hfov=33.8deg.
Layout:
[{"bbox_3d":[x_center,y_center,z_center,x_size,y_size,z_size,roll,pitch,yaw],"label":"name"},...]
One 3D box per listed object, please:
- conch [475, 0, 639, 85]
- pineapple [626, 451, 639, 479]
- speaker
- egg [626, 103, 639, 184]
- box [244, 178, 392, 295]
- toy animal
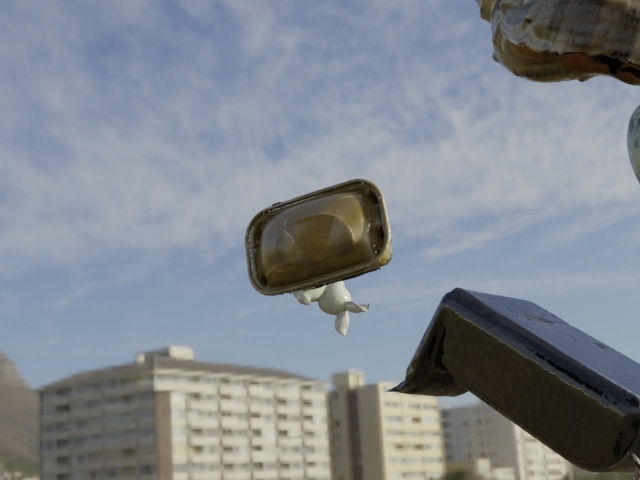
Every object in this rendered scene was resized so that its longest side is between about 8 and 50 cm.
[{"bbox_3d":[0.279,-0.232,1.024,0.291,0.159,0.210,12,0,21],"label":"conch"},{"bbox_3d":[0.371,0.309,1.074,0.221,0.221,0.047,1,-13,-19],"label":"pineapple"},{"bbox_3d":[0.280,0.202,1.352,0.180,0.184,0.388,11,14,-39],"label":"speaker"},{"bbox_3d":[0.426,-0.095,1.209,0.132,0.172,0.132,-33,-21,-14],"label":"egg"},{"bbox_3d":[0.000,0.000,1.170,0.177,0.111,0.111,-17,-18,22],"label":"box"},{"bbox_3d":[0.013,0.093,1.796,0.124,0.085,0.071,29,-65,-12],"label":"toy animal"}]
